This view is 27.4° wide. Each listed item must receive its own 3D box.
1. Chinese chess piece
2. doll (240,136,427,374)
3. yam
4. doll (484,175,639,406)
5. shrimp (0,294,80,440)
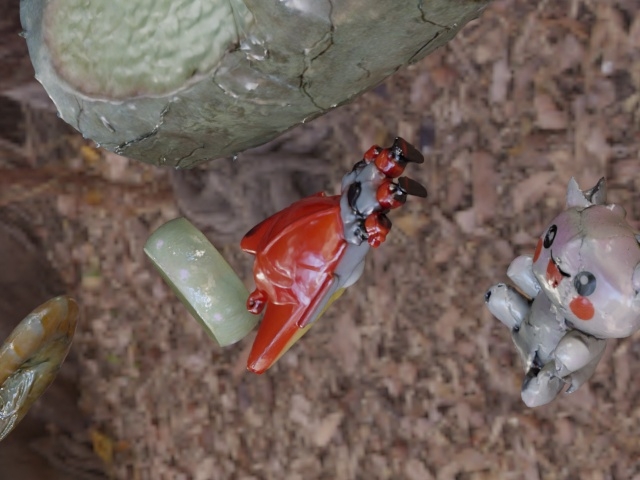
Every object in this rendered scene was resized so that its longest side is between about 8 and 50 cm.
[{"bbox_3d":[-0.121,0.042,1.353,0.144,0.058,0.144,49,170,12],"label":"Chinese chess piece"},{"bbox_3d":[0.000,0.000,0.817,0.169,0.057,0.109,-47,37,41],"label":"doll"},{"bbox_3d":[-0.021,-0.126,0.598,0.254,0.154,0.154,-22,72,49],"label":"yam"},{"bbox_3d":[0.218,0.049,1.093,0.149,0.095,0.192,-109,34,-41],"label":"doll"},{"bbox_3d":[-0.351,0.166,1.459,0.254,0.059,0.145,-50,-6,7],"label":"shrimp"}]
